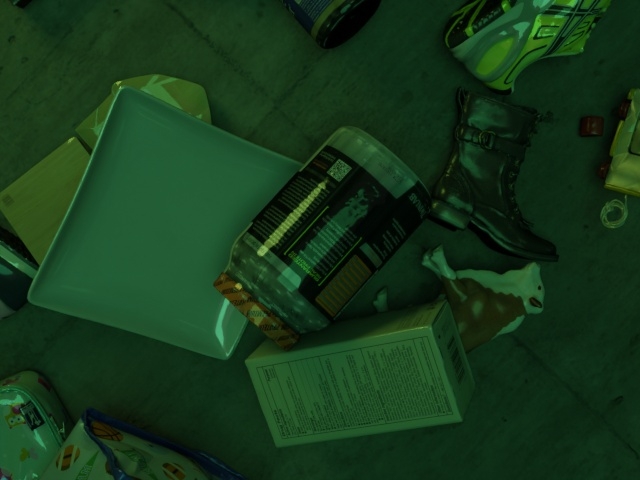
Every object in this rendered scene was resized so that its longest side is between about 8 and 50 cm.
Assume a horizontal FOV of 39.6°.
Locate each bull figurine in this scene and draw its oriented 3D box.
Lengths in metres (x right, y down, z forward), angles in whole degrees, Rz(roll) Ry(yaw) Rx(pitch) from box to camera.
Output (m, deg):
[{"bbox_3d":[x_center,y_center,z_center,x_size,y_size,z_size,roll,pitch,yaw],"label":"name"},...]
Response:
[{"bbox_3d":[0.200,0.114,1.401,0.310,0.101,0.188,-42,91,15],"label":"bull figurine"}]

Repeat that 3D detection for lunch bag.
[{"bbox_3d":[-0.520,0.352,1.411,0.279,0.108,0.224,-26,98,1],"label":"lunch bag"},{"bbox_3d":[-0.277,0.483,1.370,0.385,0.239,0.327,33,94,-37],"label":"lunch bag"}]

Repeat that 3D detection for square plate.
[{"bbox_3d":[-0.219,-0.016,1.353,0.347,0.049,0.344,22,97,-31],"label":"square plate"}]

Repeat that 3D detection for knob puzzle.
[{"bbox_3d":[-0.254,-0.174,1.396,0.213,0.030,0.213,0,97,-2],"label":"knob puzzle"}]

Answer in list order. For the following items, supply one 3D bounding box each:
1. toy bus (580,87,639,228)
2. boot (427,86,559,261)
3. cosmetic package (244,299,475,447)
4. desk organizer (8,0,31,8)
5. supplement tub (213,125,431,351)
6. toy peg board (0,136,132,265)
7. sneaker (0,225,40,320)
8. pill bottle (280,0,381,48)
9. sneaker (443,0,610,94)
[{"bbox_3d":[0.519,-0.137,1.402,0.202,0.104,0.190,-33,66,32],"label":"toy bus"},{"bbox_3d":[0.299,-0.102,1.407,0.263,0.091,0.228,24,87,-13],"label":"boot"},{"bbox_3d":[0.061,0.206,1.357,0.310,0.113,0.160,-13,103,25],"label":"cosmetic package"},{"bbox_3d":[-0.426,-0.412,1.347,0.130,0.050,0.047,-41,97,3],"label":"desk organizer"},{"bbox_3d":[0.000,0.000,1.330,0.193,0.193,0.316,44,84,-7],"label":"supplement tub"},{"bbox_3d":[-0.390,-0.046,1.394,0.161,0.079,0.160,-37,82,1],"label":"toy peg board"},{"bbox_3d":[-0.581,0.002,1.363,0.319,0.112,0.131,36,92,-5],"label":"sneaker"},{"bbox_3d":[-0.021,-0.403,1.323,0.123,0.123,0.219,-41,84,3],"label":"pill bottle"},{"bbox_3d":[0.378,-0.372,1.348,0.385,0.145,0.147,-31,116,18],"label":"sneaker"}]
